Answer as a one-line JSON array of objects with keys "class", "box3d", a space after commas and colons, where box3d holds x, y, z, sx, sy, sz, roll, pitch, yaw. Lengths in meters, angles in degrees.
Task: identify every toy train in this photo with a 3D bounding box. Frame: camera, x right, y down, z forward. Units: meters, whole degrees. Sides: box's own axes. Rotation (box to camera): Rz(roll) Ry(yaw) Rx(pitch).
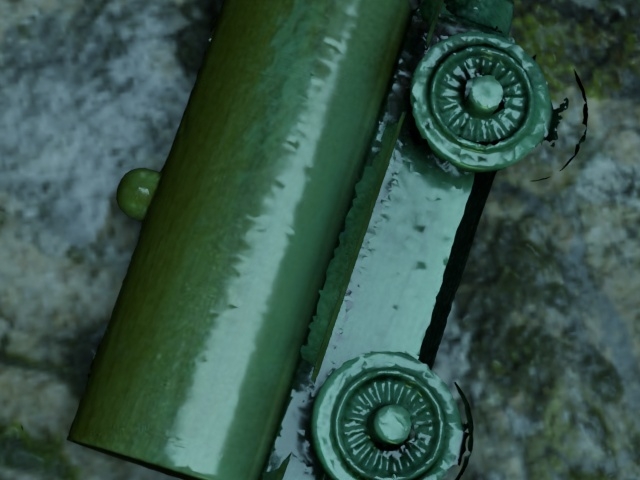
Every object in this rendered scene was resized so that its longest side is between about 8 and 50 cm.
[{"class": "toy train", "box3d": [0.000, -0.002, 0.669, 0.189, 0.126, 0.307, 21, 77, -13]}]
